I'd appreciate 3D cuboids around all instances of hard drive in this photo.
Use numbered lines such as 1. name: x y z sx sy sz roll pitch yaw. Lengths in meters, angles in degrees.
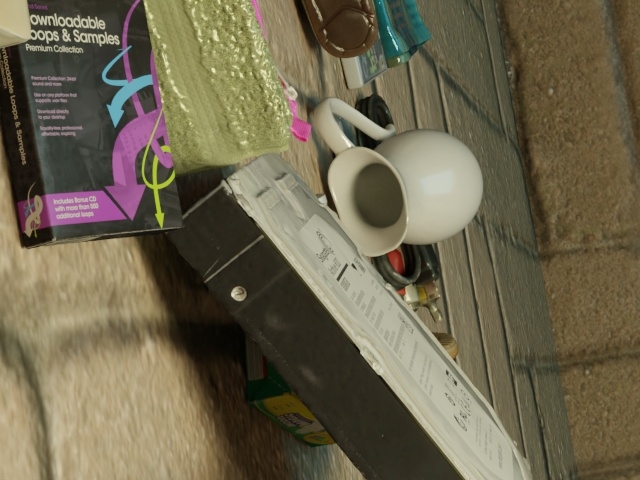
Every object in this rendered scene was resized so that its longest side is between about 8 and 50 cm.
1. hard drive: 0.036 0.086 1.017 0.339 0.064 0.237 50 11 -2

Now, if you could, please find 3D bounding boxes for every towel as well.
1. towel: -0.085 -0.116 0.942 0.027 0.110 0.148 -104 177 -64
2. towel: 0.080 -0.430 1.894 0.271 0.040 0.370 -50 127 -72

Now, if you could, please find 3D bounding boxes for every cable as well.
1. cable: 0.069 -0.034 1.601 0.139 0.072 0.287 4 62 -57

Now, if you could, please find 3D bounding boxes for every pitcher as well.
1. pitcher: 0.080 -0.077 1.471 0.207 0.125 0.178 -13 75 -59

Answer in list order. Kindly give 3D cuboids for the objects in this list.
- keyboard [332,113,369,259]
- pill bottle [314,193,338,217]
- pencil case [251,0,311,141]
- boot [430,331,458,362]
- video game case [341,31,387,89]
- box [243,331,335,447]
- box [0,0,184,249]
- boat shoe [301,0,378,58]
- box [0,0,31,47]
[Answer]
1. keyboard: 0.037 -0.021 1.507 0.072 0.014 0.256 42 40 -74
2. pill bottle: 0.000 0.000 1.290 0.043 0.043 0.083 -52 129 -70
3. pencil case: -0.088 -0.167 0.985 0.104 0.104 0.236 -75 149 -58
4. boot: 0.099 0.218 1.476 0.248 0.090 0.207 -52 141 -72
5. video game case: 0.038 -0.286 1.670 0.173 0.022 0.190 -46 124 -71
6. box: -0.015 0.109 1.166 0.179 0.043 0.105 46 36 -60
7. box: -0.139 -0.080 0.811 0.116 0.029 0.162 -9 86 -56
8. boat shoe: -0.004 -0.323 1.449 0.095 0.095 0.257 -100 180 -69
9. box: -0.214 -0.225 0.524 0.148 0.121 0.311 8 72 -73
